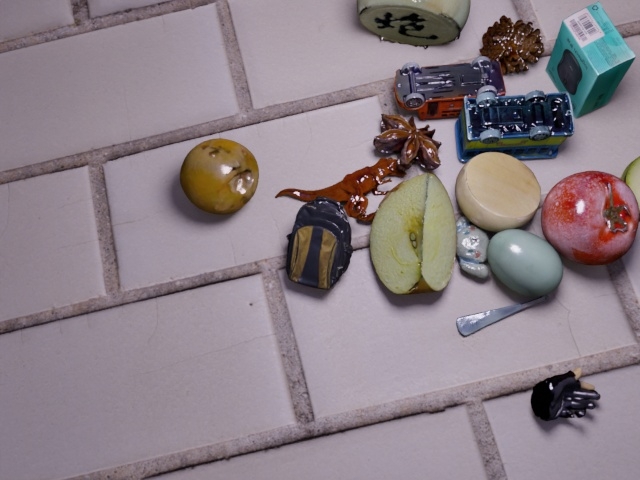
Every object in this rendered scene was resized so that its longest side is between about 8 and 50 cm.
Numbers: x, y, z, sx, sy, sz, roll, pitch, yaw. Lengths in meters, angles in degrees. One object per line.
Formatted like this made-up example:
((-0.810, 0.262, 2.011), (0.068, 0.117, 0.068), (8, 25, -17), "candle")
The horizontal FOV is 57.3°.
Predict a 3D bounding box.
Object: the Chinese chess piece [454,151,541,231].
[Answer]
((0.521, -0.142, 1.733), (0.250, 0.097, 0.251), (5, 61, -9), "Chinese chess piece")

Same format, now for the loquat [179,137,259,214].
((-0.309, -0.195, 1.780), (0.243, 0.244, 0.244), (-1, 75, 4), "loquat")

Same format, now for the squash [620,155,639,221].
((1.034, -0.151, 1.762), (0.251, 0.049, 0.252), (-1, 77, 4), "squash")

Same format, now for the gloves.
((0.675, 0.423, 1.614), (0.180, 0.106, 0.129), (-2, 74, -26), "gloves")

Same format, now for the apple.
((0.277, -0.015, 1.701), (0.253, 0.179, 0.346), (3, 86, -4), "apple")

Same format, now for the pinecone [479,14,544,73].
((0.609, -0.615, 1.859), (0.195, 0.150, 0.179), (2, 75, 4), "pinecone")

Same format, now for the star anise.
((0.269, -0.295, 1.820), (0.214, 0.099, 0.220), (2, 55, -2), "star anise")

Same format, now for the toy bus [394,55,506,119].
((0.395, -0.465, 1.828), (0.329, 0.153, 0.143), (-4, 65, 3), "toy bus")

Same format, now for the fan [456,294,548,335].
((0.534, 0.215, 1.708), (0.281, 0.023, 0.057), (-17, 73, 1), "fan")

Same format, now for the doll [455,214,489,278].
((0.449, 0.013, 1.742), (0.103, 0.071, 0.214), (-9, 73, 12), "doll")

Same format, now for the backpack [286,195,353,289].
((0.000, 0.000, 1.726), (0.206, 0.133, 0.259), (12, 106, 11), "backpack")

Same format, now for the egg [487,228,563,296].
((0.578, 0.062, 1.663), (0.230, 0.168, 0.168), (35, 79, -6), "egg")

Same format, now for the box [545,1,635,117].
((0.789, -0.523, 1.740), (0.118, 0.311, 0.205), (-24, 75, 7), "box")

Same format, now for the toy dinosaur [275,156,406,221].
((0.087, -0.138, 1.794), (0.431, 0.097, 0.208), (-17, 59, -5), "toy dinosaur")

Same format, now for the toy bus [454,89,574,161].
((0.577, -0.343, 1.766), (0.312, 0.190, 0.152), (-3, 74, 3), "toy bus")

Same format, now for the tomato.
((0.755, -0.065, 1.662), (0.270, 0.227, 0.271), (2, 85, -20), "tomato")

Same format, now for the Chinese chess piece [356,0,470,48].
((0.284, -0.723, 1.811), (0.349, 0.349, 0.147), (11, 91, 7), "Chinese chess piece")
